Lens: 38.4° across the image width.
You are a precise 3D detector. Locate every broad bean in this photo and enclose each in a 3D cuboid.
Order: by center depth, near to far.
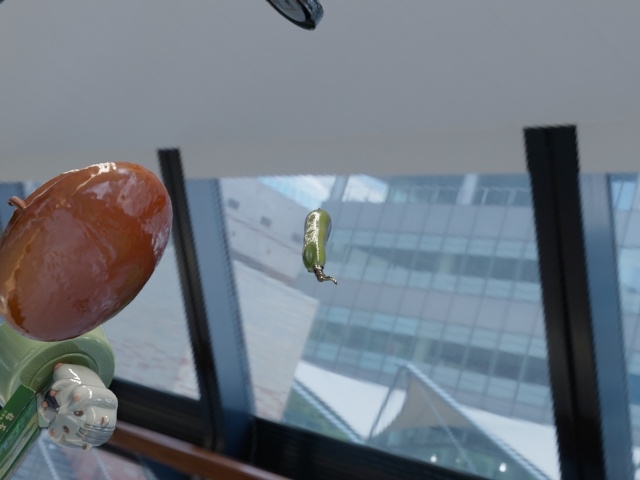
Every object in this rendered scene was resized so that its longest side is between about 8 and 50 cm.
[{"bbox_3d":[-0.009,0.000,1.853,0.075,0.067,0.325,57,15,-20],"label":"broad bean"}]

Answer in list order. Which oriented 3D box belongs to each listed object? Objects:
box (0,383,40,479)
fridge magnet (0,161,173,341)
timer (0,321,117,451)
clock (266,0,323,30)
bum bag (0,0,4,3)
[{"bbox_3d":[-0.520,0.337,1.534,0.034,0.132,0.235,29,-32,2],"label":"box"},{"bbox_3d":[-0.416,0.016,1.617,0.155,0.363,0.363,37,-3,29],"label":"fridge magnet"},{"bbox_3d":[-0.553,0.329,2.006,0.315,0.291,0.291,42,6,41],"label":"timer"},{"bbox_3d":[-0.071,-0.547,2.056,0.184,0.040,0.184,38,-7,6],"label":"clock"},{"bbox_3d":[-0.761,-0.575,2.124,0.102,0.248,0.069,25,-21,52],"label":"bum bag"}]
